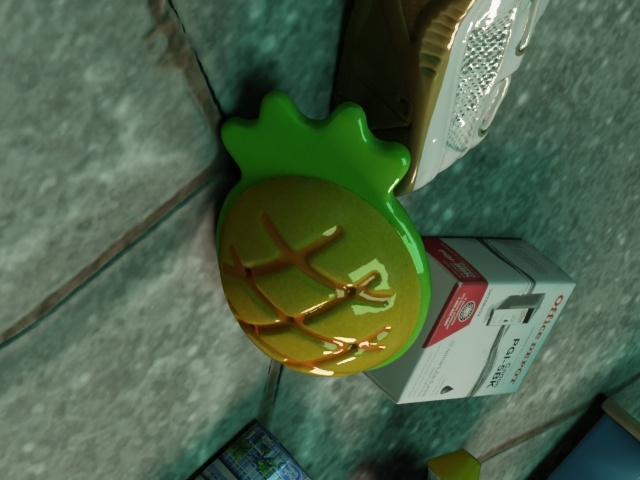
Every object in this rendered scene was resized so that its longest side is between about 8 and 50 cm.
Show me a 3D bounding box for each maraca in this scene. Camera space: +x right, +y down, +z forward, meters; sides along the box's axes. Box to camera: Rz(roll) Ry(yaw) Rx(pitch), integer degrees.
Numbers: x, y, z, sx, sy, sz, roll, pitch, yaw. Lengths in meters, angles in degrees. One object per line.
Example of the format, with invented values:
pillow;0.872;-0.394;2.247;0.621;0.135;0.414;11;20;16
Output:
maraca;0.000;0.000;0.919;0.099;0.127;0.185;-64;157;-49

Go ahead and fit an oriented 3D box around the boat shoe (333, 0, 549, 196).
boat shoe;0.078;-0.147;0.879;0.096;0.098;0.277;-24;148;-32

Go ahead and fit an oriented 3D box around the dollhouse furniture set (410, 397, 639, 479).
dollhouse furniture set;0.223;0.250;1.255;0.198;0.286;0.303;-49;157;1

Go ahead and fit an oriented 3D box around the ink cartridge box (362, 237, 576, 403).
ink cartridge box;0.097;0.053;1.126;0.135;0.056;0.099;0;122;-47

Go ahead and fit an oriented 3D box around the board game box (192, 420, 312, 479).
board game box;-0.067;0.243;1.130;0.194;0.060;0.194;-43;146;-9
